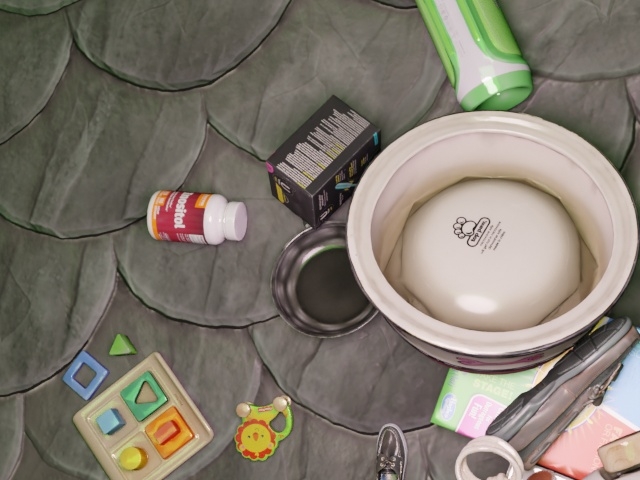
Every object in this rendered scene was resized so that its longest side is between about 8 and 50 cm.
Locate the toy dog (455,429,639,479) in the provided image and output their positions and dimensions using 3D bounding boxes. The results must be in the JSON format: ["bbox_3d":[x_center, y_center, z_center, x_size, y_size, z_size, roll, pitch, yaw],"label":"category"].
[{"bbox_3d":[0.356,0.371,1.476,0.334,0.161,0.220,-7,78,20],"label":"toy dog"}]

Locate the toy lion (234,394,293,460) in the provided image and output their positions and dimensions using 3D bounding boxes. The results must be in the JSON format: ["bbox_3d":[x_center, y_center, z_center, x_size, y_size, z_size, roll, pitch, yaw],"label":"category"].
[{"bbox_3d":[-0.090,0.303,1.735,0.100,0.034,0.096,-12,84,12],"label":"toy lion"}]

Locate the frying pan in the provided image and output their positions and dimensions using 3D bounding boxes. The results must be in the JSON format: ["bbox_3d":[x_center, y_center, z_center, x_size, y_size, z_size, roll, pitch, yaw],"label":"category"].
[{"bbox_3d":[-0.021,0.021,1.750,0.197,0.053,0.326,-41,63,-3],"label":"frying pan"}]

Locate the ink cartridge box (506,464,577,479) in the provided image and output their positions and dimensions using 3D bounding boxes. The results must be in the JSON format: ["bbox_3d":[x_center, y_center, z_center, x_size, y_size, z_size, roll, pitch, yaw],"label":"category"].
[{"bbox_3d":[0.333,0.388,1.589,0.135,0.056,0.099,20,86,17],"label":"ink cartridge box"}]

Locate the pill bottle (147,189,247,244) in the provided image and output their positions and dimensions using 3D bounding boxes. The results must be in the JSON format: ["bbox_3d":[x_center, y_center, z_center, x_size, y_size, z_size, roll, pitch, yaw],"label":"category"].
[{"bbox_3d":[-0.203,-0.037,1.793,0.152,0.086,0.086,4,82,15],"label":"pill bottle"}]

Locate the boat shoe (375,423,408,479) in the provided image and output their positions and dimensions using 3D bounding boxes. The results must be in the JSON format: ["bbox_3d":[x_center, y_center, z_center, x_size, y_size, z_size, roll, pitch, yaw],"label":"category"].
[{"bbox_3d":[0.108,0.353,1.665,0.049,0.040,0.142,-2,80,15],"label":"boat shoe"}]

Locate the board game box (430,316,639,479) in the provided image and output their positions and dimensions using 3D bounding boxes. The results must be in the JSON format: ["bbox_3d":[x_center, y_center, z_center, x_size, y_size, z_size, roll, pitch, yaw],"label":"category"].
[{"bbox_3d":[0.354,0.215,1.610,0.317,0.064,0.242,19,86,17],"label":"board game box"}]

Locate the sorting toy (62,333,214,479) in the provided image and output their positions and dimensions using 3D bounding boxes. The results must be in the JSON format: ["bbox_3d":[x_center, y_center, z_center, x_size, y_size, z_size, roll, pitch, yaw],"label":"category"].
[{"bbox_3d":[-0.297,0.309,1.778,0.196,0.047,0.347,-40,73,5],"label":"sorting toy"}]

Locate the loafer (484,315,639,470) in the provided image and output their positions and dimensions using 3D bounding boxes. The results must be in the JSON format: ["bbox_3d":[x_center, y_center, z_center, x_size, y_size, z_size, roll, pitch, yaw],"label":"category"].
[{"bbox_3d":[0.357,0.219,1.538,0.267,0.096,0.084,-43,93,12],"label":"loafer"}]

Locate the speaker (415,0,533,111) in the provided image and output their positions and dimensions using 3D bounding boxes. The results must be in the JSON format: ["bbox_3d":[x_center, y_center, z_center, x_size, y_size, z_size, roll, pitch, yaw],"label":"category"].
[{"bbox_3d":[0.228,-0.347,1.710,0.131,0.131,0.296,-24,75,10],"label":"speaker"}]

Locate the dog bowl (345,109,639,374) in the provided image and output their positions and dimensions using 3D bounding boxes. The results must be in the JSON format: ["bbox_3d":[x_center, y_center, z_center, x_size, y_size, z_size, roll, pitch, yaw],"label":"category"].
[{"bbox_3d":[0.245,0.014,1.571,0.408,0.150,0.407,-3,59,5],"label":"dog bowl"}]

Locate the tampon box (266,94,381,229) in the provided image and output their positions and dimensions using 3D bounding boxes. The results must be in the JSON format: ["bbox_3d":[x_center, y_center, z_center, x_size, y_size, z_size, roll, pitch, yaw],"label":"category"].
[{"bbox_3d":[0.006,-0.123,1.711,0.101,0.120,0.161,39,72,19],"label":"tampon box"}]
